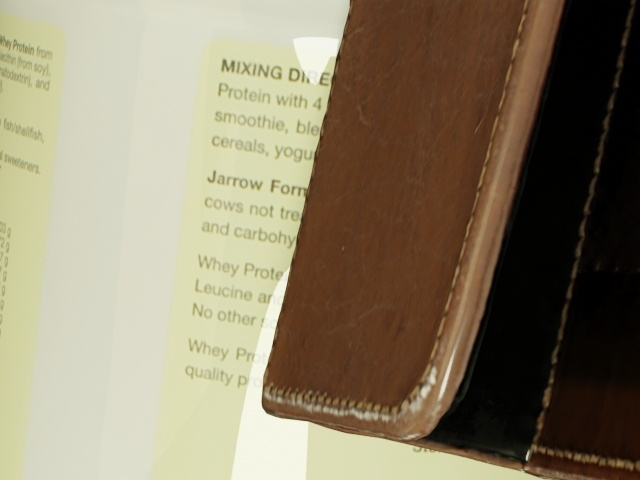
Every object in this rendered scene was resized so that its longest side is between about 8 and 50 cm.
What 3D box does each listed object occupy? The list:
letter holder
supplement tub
[{"bbox_3d":[0.115,-0.088,0.409,0.214,0.152,0.302,172,111,-74],"label":"letter holder"},{"bbox_3d":[0.000,0.000,0.623,0.235,0.235,0.325,18,104,48],"label":"supplement tub"}]
